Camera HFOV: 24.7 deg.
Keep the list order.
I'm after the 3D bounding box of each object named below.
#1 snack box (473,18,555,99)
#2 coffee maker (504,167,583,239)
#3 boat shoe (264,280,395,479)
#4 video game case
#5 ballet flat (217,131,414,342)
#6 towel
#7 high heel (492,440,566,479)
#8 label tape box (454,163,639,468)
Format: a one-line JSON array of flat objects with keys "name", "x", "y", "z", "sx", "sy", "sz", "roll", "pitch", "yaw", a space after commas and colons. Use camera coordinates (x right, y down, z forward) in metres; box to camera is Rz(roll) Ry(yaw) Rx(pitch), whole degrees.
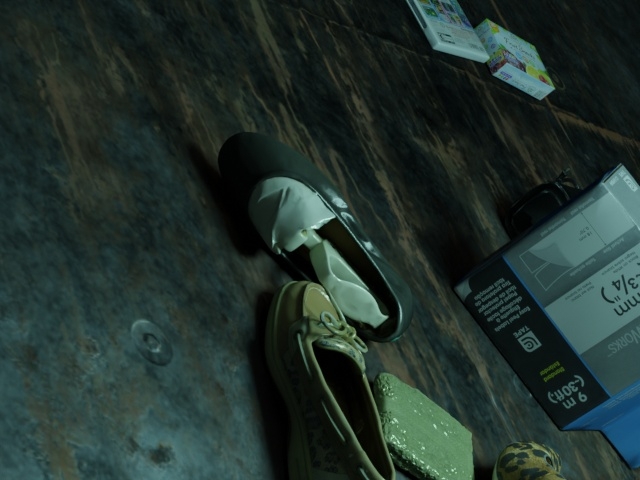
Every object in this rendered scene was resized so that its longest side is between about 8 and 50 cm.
[{"name": "snack box", "x": 0.319, "y": -0.298, "z": 2.416, "sx": 0.141, "sy": 0.037, "sz": 0.100, "roll": 19, "pitch": 41, "yaw": -45}, {"name": "coffee maker", "x": 0.342, "y": -0.025, "z": 2.076, "sx": 0.171, "sy": 0.120, "sz": 0.178, "roll": 41, "pitch": 18, "yaw": 32}, {"name": "boat shoe", "x": 0.017, "y": 0.144, "z": 1.399, "sx": 0.104, "sy": 0.089, "sz": 0.285, "roll": 27, "pitch": 36, "yaw": -37}, {"name": "video game case", "x": 0.192, "y": -0.351, "z": 2.310, "sx": 0.157, "sy": 0.019, "sz": 0.143, "roll": 4, "pitch": 54, "yaw": -53}, {"name": "ballet flat", "x": 0.000, "y": 0.000, "z": 1.526, "sx": 0.280, "sy": 0.095, "sz": 0.096, "roll": 45, "pitch": 18, "yaw": -12}, {"name": "towel", "x": 0.110, "y": 0.210, "z": 1.527, "sx": 0.148, "sy": 0.027, "sz": 0.110, "roll": 37, "pitch": 32, "yaw": -28}, {"name": "high heel", "x": 0.259, "y": 0.272, "z": 1.497, "sx": 0.261, "sy": 0.186, "sz": 0.093, "roll": -17, "pitch": 109, "yaw": -61}, {"name": "label tape box", "x": 0.364, "y": 0.112, "z": 1.788, "sx": 0.333, "sy": 0.240, "sz": 0.106, "roll": 53, "pitch": 28, "yaw": 2}]
